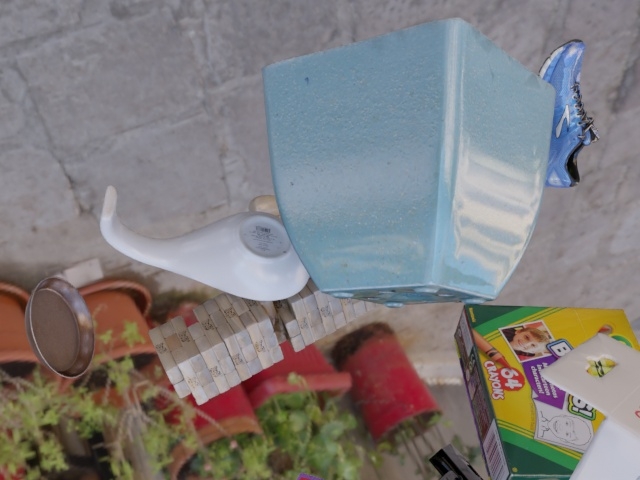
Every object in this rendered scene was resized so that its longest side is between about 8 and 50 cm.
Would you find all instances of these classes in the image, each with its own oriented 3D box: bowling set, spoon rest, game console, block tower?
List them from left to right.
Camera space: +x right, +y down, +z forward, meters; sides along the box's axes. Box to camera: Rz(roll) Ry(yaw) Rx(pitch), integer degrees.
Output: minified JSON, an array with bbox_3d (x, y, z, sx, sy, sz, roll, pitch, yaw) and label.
[{"bbox_3d":[-0.143,0.004,1.118,0.276,0.137,0.084,14,139,-16],"label":"spoon rest"},{"bbox_3d":[-0.063,0.102,1.230,0.335,0.097,0.091,-26,132,-11],"label":"block tower"},{"bbox_3d":[-0.072,0.052,1.974,0.154,0.200,0.287,-6,122,-35],"label":"bowling set"},{"bbox_3d":[0.277,0.489,1.647,0.044,0.213,0.361,-44,163,8],"label":"game console"}]

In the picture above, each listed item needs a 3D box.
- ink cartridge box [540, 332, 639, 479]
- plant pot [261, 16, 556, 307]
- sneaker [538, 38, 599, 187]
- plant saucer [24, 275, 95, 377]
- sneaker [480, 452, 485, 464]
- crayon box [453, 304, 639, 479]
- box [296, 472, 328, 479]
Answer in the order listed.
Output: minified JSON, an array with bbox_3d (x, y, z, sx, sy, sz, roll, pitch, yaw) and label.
[{"bbox_3d":[0.377,0.245,0.865,0.207,0.353,0.119,-12,129,-53],"label":"ink cartridge box"},{"bbox_3d":[0.098,-0.058,0.963,0.247,0.252,0.247,-5,168,37],"label":"plant pot"},{"bbox_3d":[0.542,-0.268,1.908,0.129,0.147,0.330,-25,125,-48],"label":"sneaker"},{"bbox_3d":[-0.426,0.143,1.430,0.029,0.168,0.168,-16,154,16],"label":"plant saucer"},{"bbox_3d":[0.465,0.562,2.223,0.069,0.185,0.084,35,101,-20],"label":"sneaker"},{"bbox_3d":[0.425,0.277,1.537,0.313,0.363,0.106,1,134,-8],"label":"crayon box"},{"bbox_3d":[0.031,0.521,1.503,0.201,0.293,0.057,-50,127,-33],"label":"box"}]
